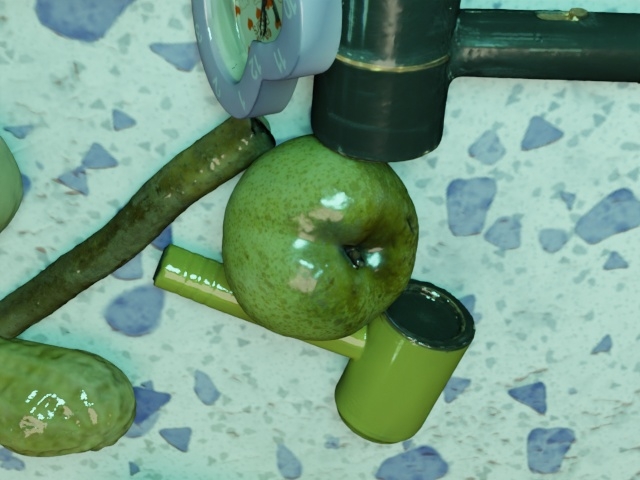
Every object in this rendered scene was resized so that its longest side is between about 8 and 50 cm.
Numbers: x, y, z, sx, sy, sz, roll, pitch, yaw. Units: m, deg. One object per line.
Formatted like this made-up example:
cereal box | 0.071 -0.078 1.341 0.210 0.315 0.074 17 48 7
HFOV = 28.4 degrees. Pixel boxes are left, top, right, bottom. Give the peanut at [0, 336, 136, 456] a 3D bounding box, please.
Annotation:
peanut | -0.281 0.141 1.157 0.225 0.108 0.095 13 130 -5

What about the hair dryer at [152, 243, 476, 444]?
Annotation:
hair dryer | -0.016 0.078 1.126 0.278 0.090 0.135 21 126 -5

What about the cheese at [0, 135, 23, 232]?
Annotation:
cheese | -0.365 -0.033 1.030 0.235 0.117 0.218 5 127 2

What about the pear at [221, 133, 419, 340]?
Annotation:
pear | 0.000 0.000 1.009 0.167 0.136 0.167 -16 117 -35

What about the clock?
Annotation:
clock | -0.037 -0.185 0.895 0.064 0.172 0.198 -13 171 -25

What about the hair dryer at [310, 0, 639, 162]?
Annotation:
hair dryer | 0.172 -0.163 0.942 0.352 0.107 0.189 -1 124 -7

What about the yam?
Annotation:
yam | -0.170 -0.007 1.085 0.326 0.045 0.045 -35 77 24
